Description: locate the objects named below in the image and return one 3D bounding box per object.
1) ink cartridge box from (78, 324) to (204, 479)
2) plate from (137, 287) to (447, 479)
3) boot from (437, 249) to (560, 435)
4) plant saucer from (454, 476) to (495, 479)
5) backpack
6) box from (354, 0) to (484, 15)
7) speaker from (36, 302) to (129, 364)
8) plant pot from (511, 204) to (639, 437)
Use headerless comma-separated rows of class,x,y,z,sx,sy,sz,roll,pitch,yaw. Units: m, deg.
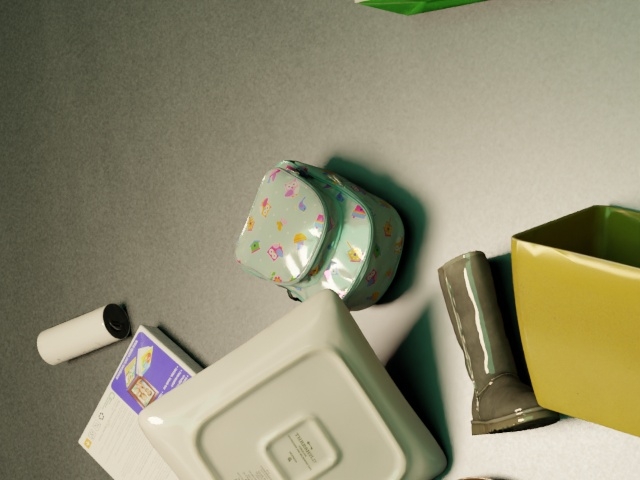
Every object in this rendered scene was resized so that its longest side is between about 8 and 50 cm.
ink cartridge box,-0.215,0.257,1.940,0.208,0.045,0.206,39,108,31
plate,-0.027,0.240,1.662,0.278,0.045,0.277,-33,107,0
boot,0.198,0.113,1.617,0.189,0.076,0.208,154,113,-67
plant saucer,0.192,0.360,1.670,0.168,0.029,0.168,-2,86,34
backpack,0.000,0.000,1.748,0.188,0.144,0.166,27,98,29
box,0.173,-0.400,1.655,0.262,0.126,0.231,-4,88,35
speaker,-0.336,0.133,2.022,0.136,0.055,0.055,-22,76,32
plant pot,0.330,0.088,1.492,0.212,0.212,0.187,14,109,34
